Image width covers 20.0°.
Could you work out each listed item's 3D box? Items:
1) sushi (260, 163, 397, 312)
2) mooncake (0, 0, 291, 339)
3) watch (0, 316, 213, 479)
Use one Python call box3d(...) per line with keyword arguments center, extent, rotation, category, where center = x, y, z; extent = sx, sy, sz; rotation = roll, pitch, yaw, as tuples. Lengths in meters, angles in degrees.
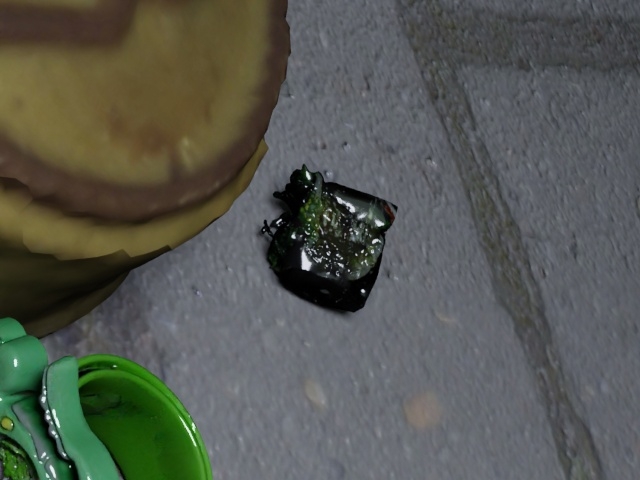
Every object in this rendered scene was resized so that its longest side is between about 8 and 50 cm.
box3d(center=(0.000, 0.000, 1.306), extent=(0.084, 0.056, 0.083), rotation=(28, 56, -24), category="sushi")
box3d(center=(-0.210, -0.147, 1.103), extent=(0.393, 0.246, 0.394), rotation=(15, 58, -39), category="mooncake")
box3d(center=(-0.140, 0.122, 1.071), extent=(0.152, 0.131, 0.165), rotation=(-3, 65, -51), category="watch")
